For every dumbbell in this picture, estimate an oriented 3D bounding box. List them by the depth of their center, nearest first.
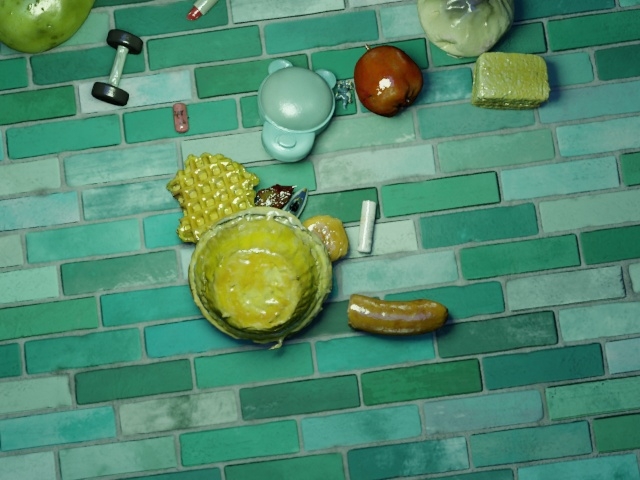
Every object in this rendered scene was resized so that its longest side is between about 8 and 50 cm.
[{"bbox_3d":[-0.558,-0.475,1.960,0.100,0.100,0.191,14,87,2],"label":"dumbbell"}]

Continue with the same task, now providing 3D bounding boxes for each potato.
[{"bbox_3d":[-0.751,-0.637,1.927,0.304,0.216,0.216,-43,86,-14],"label":"potato"}]

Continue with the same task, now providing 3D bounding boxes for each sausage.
[{"bbox_3d":[0.206,0.200,1.894,0.270,0.109,0.109,1,86,2],"label":"sausage"}]

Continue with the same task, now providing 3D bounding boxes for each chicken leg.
[{"bbox_3d":[-0.162,-0.073,1.935,0.105,0.063,0.234,34,87,20],"label":"chicken leg"}]

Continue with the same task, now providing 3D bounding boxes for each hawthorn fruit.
[{"bbox_3d":[0.171,-0.438,1.901,0.185,0.185,0.202,-26,85,-1],"label":"hawthorn fruit"}]

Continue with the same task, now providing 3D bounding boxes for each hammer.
[{"bbox_3d":[-0.387,-0.340,1.977,0.043,0.043,0.083,-8,85,1],"label":"hammer"}]

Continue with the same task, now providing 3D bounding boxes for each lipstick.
[{"bbox_3d":[0.126,-0.037,1.943,0.040,0.040,0.141,7,86,2],"label":"lipstick"},{"bbox_3d":[-0.307,-0.684,1.996,0.186,0.057,0.063,-44,86,3],"label":"lipstick"}]

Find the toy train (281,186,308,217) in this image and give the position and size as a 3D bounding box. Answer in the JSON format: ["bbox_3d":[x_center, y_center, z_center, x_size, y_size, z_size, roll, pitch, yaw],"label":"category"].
[{"bbox_3d":[-0.105,-0.042,1.945,0.055,0.048,0.252,31,87,1],"label":"toy train"}]

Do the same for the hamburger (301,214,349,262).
[{"bbox_3d":[0.000,0.000,1.922,0.147,0.083,0.138,-21,86,-4],"label":"hamburger"}]

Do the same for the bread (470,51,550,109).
[{"bbox_3d":[0.513,-0.430,1.934,0.196,0.102,0.138,0,88,-2],"label":"bread"}]

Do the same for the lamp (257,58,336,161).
[{"bbox_3d":[-0.072,-0.347,1.917,0.209,0.147,0.284,13,87,-1],"label":"lamp"}]

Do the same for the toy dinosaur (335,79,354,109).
[{"bbox_3d":[0.068,-0.406,1.976,0.047,0.030,0.083,14,87,4],"label":"toy dinosaur"}]

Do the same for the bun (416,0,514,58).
[{"bbox_3d":[0.400,-0.634,1.922,0.272,0.168,0.273,-1,78,3],"label":"bun"}]

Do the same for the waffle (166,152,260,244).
[{"bbox_3d":[-0.301,-0.109,1.922,0.291,0.051,0.291,-4,74,12],"label":"waffle"}]

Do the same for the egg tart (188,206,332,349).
[{"bbox_3d":[-0.155,0.106,1.823,0.387,0.169,0.388,0,109,0],"label":"egg tart"}]
